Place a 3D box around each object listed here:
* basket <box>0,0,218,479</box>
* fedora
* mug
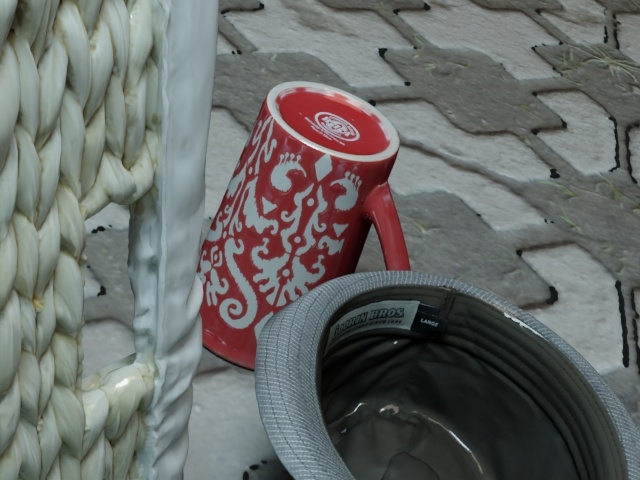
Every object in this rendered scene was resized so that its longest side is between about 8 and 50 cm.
[{"bbox_3d":[-0.246,0.003,0.539,0.331,0.328,0.266,21,34,20],"label":"basket"},{"bbox_3d":[0.064,0.139,0.746,0.243,0.124,0.275,11,32,-18],"label":"fedora"},{"bbox_3d":[-0.001,-0.006,0.878,0.150,0.169,0.113,18,32,-6],"label":"mug"}]
